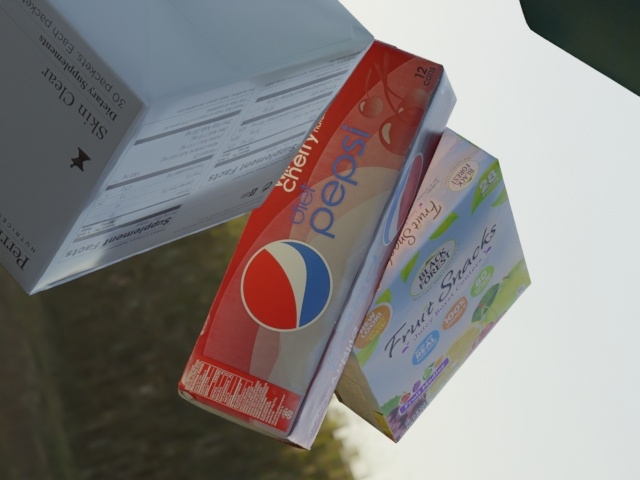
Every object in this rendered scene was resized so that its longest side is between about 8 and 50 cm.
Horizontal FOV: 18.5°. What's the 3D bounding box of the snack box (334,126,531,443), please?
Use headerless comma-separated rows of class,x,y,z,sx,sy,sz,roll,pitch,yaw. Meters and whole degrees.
snack box,0.070,0.035,1.474,0.070,0.174,0.207,34,-15,27

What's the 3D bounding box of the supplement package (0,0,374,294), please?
supplement package,-0.145,-0.131,1.087,0.262,0.204,0.145,46,-54,16

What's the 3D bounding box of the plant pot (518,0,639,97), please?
plant pot,0.179,-0.163,0.848,0.166,0.165,0.234,33,-27,7

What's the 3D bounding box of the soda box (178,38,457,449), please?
soda box,0.000,0.000,1.291,0.092,0.083,0.263,51,62,-76
